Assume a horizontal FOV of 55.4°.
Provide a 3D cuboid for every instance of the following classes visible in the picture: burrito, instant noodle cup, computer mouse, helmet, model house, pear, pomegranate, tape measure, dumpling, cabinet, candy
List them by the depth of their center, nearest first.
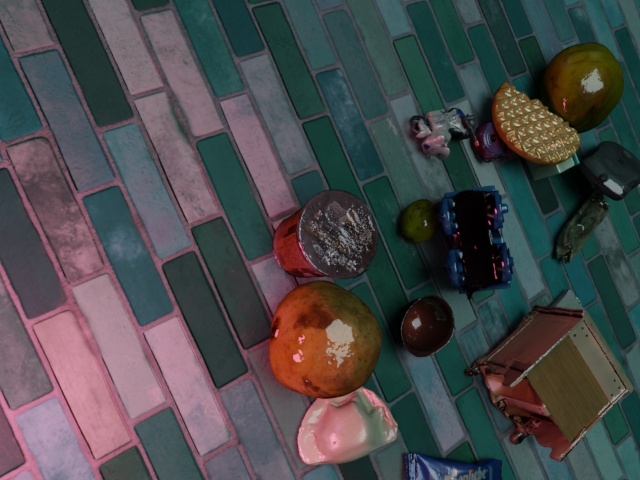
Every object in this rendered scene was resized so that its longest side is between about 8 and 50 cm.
[{"bbox_3d":[0.007,0.231,1.433,0.281,0.281,0.281,4,80,-26],"label":"pomegranate"},{"bbox_3d":[0.000,0.000,1.500,0.217,0.207,0.217,5,80,-27],"label":"instant noodle cup"},{"bbox_3d":[0.057,0.458,1.520,0.252,0.131,0.179,-19,70,-7],"label":"dumpling"},{"bbox_3d":[0.266,0.232,1.652,0.155,0.106,0.175,42,70,-16],"label":"helmet"},{"bbox_3d":[0.371,0.680,1.655,0.331,0.077,0.187,11,70,-25],"label":"candy"},{"bbox_3d":[0.281,-0.054,1.706,0.107,0.107,0.131,43,76,-15],"label":"pear"},{"bbox_3d":[0.643,0.396,1.731,0.318,0.227,0.290,-38,100,-16],"label":"cabinet"},{"bbox_3d":[0.528,-0.303,1.887,0.118,0.074,0.125,-8,90,-27],"label":"tape measure"},{"bbox_3d":[0.759,-0.271,1.966,0.149,0.127,0.100,-23,93,-25],"label":"model house"},{"bbox_3d":[0.841,-0.496,1.973,0.269,0.269,0.321,33,77,-18],"label":"pear"},{"bbox_3d":[0.861,-0.048,2.015,0.096,0.066,0.309,48,66,-9],"label":"burrito"},{"bbox_3d":[0.960,-0.221,2.029,0.188,0.122,0.371,46,37,16],"label":"computer mouse"}]

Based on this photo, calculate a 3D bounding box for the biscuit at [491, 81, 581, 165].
[{"bbox_3d":[0.646,-0.339,1.857,0.309,0.040,0.204,36,65,-1],"label":"biscuit"}]

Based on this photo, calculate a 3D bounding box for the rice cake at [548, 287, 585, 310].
[{"bbox_3d":[0.762,0.251,1.935,0.211,0.038,0.124,-42,101,-26],"label":"rice cake"}]

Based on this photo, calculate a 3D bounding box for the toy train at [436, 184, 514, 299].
[{"bbox_3d":[0.430,0.006,1.677,0.188,0.265,0.300,-9,86,16],"label":"toy train"}]

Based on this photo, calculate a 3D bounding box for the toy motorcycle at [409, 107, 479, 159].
[{"bbox_3d":[0.369,-0.317,1.797,0.221,0.102,0.150,-17,78,-27],"label":"toy motorcycle"}]
